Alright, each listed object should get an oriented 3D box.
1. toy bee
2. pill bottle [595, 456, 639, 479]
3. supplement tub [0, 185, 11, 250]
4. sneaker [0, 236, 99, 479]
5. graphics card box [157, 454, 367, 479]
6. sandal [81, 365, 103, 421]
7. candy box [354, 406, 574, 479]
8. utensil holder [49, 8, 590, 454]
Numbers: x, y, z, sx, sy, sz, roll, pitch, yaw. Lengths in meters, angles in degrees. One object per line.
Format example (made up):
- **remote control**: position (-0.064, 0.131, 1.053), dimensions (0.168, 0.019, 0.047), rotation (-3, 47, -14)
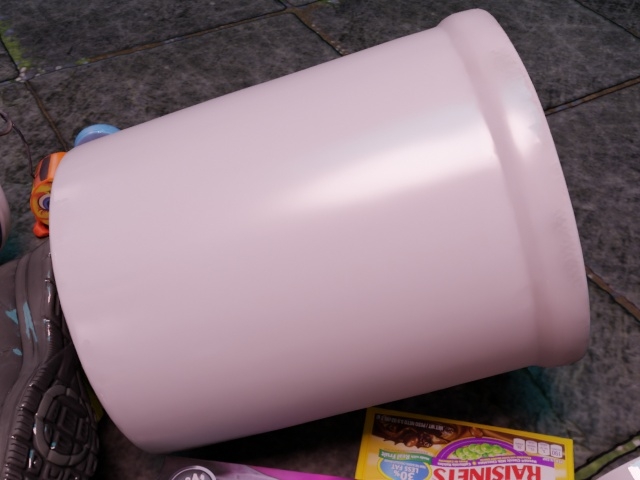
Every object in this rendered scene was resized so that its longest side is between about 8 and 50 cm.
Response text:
- **toy bee**: position (-0.301, -0.071, 0.982), dimensions (0.298, 0.162, 0.195), rotation (27, 36, -7)
- **pill bottle**: position (0.298, 0.273, 0.593), dimensions (0.118, 0.117, 0.208), rotation (-16, 59, -17)
- **supplement tub**: position (-0.504, 0.030, 0.793), dimensions (0.229, 0.228, 0.316), rotation (12, 45, 12)
- **sneaker**: position (-0.262, 0.128, 0.640), dimensions (0.130, 0.109, 0.286), rotation (-18, 43, 6)
- **graphics card box**: position (0.028, 0.309, 0.600), dimensions (0.371, 0.094, 0.232), rotation (5, 44, 7)
- **sandal**: position (-0.285, 0.158, 0.742), dimensions (0.138, 0.126, 0.317), rotation (4, 42, 10)
- **candy box**: position (0.138, 0.224, 0.737), dimensions (0.206, 0.027, 0.105), rotation (7, 47, 8)
- **utensil holder**: position (0.000, 0.000, 0.708), dimensions (0.386, 0.327, 0.327), rotation (-15, 44, 5)
